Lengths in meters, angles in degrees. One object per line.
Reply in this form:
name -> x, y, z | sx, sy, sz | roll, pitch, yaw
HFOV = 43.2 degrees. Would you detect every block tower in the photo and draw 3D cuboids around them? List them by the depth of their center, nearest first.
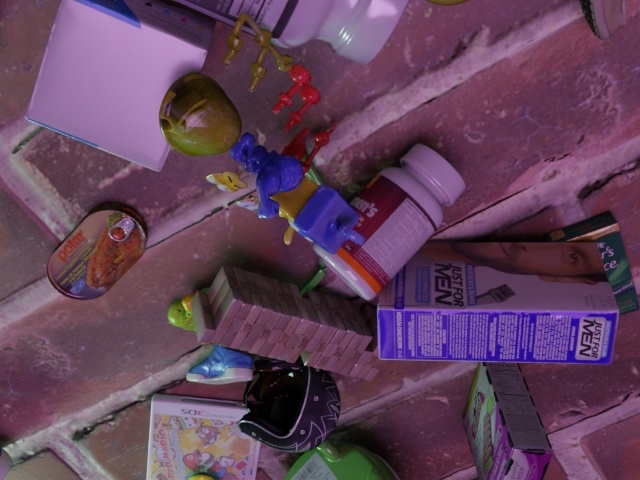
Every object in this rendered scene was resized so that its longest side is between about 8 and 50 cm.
block tower -> -0.031, 0.134, 1.284 | 0.335, 0.091, 0.097 | 16, 119, -28

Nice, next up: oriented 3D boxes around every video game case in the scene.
video game case -> -0.216, 0.387, 1.509 | 0.206, 0.026, 0.227 | 7, 120, -6

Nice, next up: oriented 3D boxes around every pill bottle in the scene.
pill bottle -> -0.076, -0.358, 0.968 | 0.362, 0.210, 0.210 | 20, 118, -14
pill bottle -> 0.102, -0.029, 1.185 | 0.221, 0.121, 0.121 | -47, 114, -5

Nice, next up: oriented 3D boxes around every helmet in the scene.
helmet -> -0.045, 0.280, 1.371 | 0.161, 0.169, 0.169 | 7, 121, 12

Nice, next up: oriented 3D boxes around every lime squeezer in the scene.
lime squeezer -> 0.000, 0.000, 1.271 | 0.109, 0.059, 0.310 | 3, 121, -4

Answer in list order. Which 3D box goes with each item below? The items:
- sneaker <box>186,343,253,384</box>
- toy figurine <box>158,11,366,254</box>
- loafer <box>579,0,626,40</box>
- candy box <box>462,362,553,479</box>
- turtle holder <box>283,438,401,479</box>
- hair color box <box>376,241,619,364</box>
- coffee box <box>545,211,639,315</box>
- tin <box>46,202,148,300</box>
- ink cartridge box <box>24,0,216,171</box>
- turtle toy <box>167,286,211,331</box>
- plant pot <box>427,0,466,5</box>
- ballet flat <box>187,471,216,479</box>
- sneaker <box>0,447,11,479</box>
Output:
sneaker -> -0.172, 0.200, 1.388 | 0.058, 0.085, 0.152 | 17, 157, -41
toy figurine -> -0.016, -0.086, 1.003 | 0.191, 0.217, 0.362 | -47, 156, 0
loafer -> 0.378, -0.389, 1.029 | 0.092, 0.102, 0.269 | -7, 120, 9
candy box -> 0.310, 0.329, 1.374 | 0.071, 0.233, 0.159 | 6, 119, -5
turtle holder -> 0.082, 0.504, 1.442 | 0.320, 0.243, 0.227 | 3, 153, 38
hair color box -> 0.259, 0.090, 1.234 | 0.338, 0.185, 0.110 | 1, 122, 7
coffee box -> 0.447, 0.052, 1.326 | 0.113, 0.040, 0.184 | -19, 119, 10
tin -> -0.353, 0.017, 1.280 | 0.106, 0.040, 0.189 | 38, 112, -26
ink cartridge box -> -0.238, -0.231, 1.024 | 0.171, 0.233, 0.168 | 21, 116, -13
turtle toy -> -0.190, 0.115, 1.326 | 0.130, 0.066, 0.095 | -15, 119, 7
plant pot -> 0.172, -0.360, 1.041 | 0.134, 0.095, 0.134 | -1, 121, -2
ballet flat -> -0.229, 0.535, 1.544 | 0.077, 0.077, 0.231 | 6, 131, -7
sneaker -> -0.743, 0.377, 1.422 | 0.322, 0.130, 0.236 | -16, 124, 14
